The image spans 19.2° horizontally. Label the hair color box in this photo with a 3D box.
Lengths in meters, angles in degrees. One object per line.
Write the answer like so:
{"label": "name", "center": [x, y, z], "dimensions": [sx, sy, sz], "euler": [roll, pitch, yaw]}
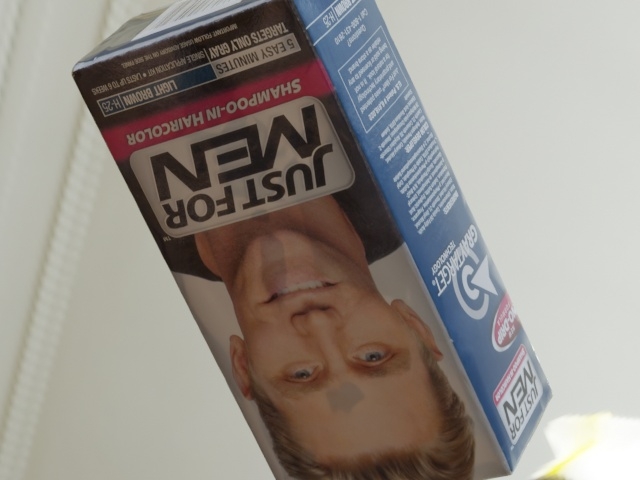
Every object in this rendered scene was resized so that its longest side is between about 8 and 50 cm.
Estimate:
{"label": "hair color box", "center": [0.000, 0.000, 1.229], "dimensions": [0.174, 0.105, 0.347], "euler": [-16, -70, 30]}
